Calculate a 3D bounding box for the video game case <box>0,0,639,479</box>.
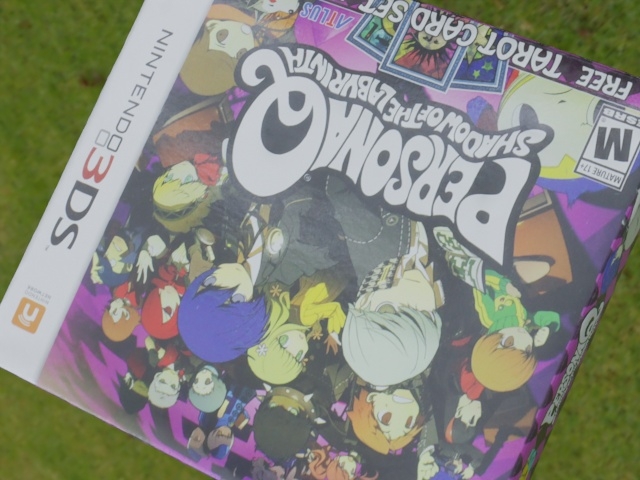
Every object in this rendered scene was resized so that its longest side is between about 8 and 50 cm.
[{"bbox_3d":[0.000,0.000,0.540,0.232,0.210,0.042,24,177,21],"label":"video game case"}]
